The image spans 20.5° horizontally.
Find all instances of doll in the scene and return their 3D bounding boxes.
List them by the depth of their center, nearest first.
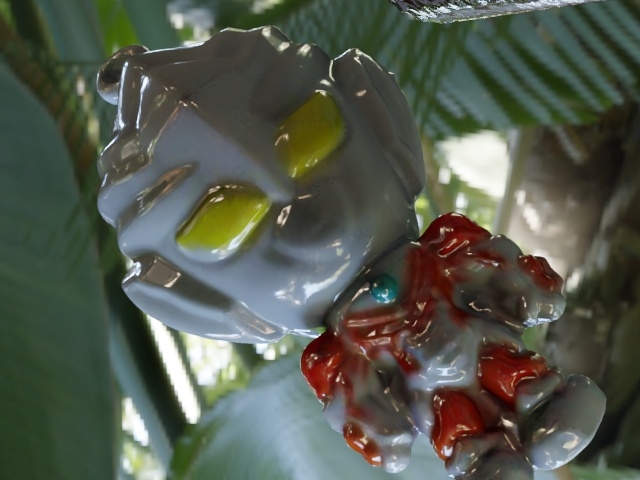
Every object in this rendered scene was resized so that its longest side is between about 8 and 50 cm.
[{"bbox_3d":[0.000,0.000,0.470,0.094,0.079,0.180,-45,-113,-3],"label":"doll"}]

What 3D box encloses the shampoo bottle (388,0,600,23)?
[{"bbox_3d":[0.114,-0.140,0.642,0.129,0.084,0.323,-48,-165,-7],"label":"shampoo bottle"}]
